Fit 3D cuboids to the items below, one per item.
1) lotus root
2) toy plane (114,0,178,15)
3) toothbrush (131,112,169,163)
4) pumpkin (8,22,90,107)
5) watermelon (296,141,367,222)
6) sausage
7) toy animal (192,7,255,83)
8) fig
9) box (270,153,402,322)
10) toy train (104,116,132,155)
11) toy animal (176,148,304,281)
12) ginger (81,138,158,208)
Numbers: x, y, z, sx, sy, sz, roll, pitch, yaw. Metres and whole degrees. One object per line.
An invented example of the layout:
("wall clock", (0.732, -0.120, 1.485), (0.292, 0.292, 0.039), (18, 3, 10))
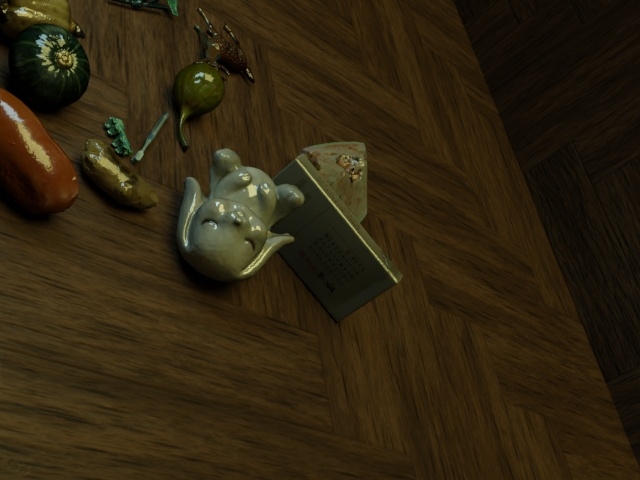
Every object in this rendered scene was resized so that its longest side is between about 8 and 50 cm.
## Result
("lotus root", (-0.580, -0.462, 1.731), (0.118, 0.125, 0.221), (19, 10, 29))
("toy plane", (-0.452, -0.629, 2.126), (0.235, 0.060, 0.096), (-7, 72, -52))
("toothbrush", (-0.375, -0.229, 1.864), (0.016, 0.019, 0.219), (43, 32, -20))
("pumpkin", (-0.534, -0.344, 1.659), (0.167, 0.125, 0.167), (8, 77, -35))
("watermelon", (0.015, -0.134, 2.199), (0.175, 0.188, 0.322), (15, 27, 26))
("sausage", (-0.531, -0.157, 1.479), (0.258, 0.133, 0.133), (51, 31, -4))
("toy animal", (-0.258, -0.490, 2.221), (0.243, 0.087, 0.260), (0, 56, -52))
("fig", (-0.304, -0.310, 1.988), (0.124, 0.124, 0.236), (31, 60, -32))
("box", (0.001, 0.000, 1.955), (0.365, 0.205, 0.051), (51, 32, -3))
("toy train", (-0.425, -0.218, 1.779), (0.092, 0.029, 0.045), (65, 17, 11))
("toy animal", (-0.183, -0.026, 1.767), (0.272, 0.206, 0.265), (28, 45, -11))
("ginger", (-0.402, -0.123, 1.672), (0.190, 0.069, 0.095), (44, 37, -17))
